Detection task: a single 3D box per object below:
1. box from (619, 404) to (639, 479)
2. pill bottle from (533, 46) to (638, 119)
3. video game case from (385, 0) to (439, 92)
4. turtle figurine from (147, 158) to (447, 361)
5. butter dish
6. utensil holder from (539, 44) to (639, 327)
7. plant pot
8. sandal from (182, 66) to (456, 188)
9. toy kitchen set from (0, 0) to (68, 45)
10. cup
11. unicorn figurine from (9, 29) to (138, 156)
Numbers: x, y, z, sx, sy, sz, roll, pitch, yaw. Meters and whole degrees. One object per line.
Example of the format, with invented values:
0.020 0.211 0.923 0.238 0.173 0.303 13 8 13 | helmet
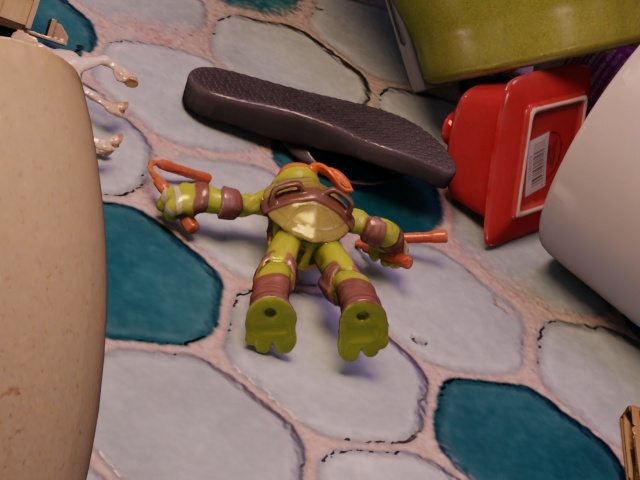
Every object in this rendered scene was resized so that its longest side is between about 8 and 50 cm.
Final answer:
0.334 0.220 1.322 0.201 0.021 0.164 23 31 -9 | box
0.379 -0.129 1.733 0.301 0.169 0.169 43 34 25 | pill bottle
0.147 -0.270 1.762 0.212 0.023 0.193 -20 94 -39 | video game case
0.000 0.000 1.326 0.269 0.087 0.217 15 33 -19 | turtle figurine
0.167 -0.092 1.563 0.118 0.160 0.160 19 22 33 | butter dish
0.428 -0.002 1.438 0.385 0.327 0.327 38 32 20 | utensil holder
0.180 -0.338 1.588 0.366 0.353 0.366 -12 5 1 | plant pot
-0.001 -0.095 1.513 0.254 0.054 0.097 18 24 2 | sandal
-0.241 -0.213 1.443 0.068 0.075 0.083 18 1 -16 | toy kitchen set
-0.243 0.073 0.859 0.331 0.331 0.237 -9 73 -45 | cup
-0.211 -0.123 1.372 0.111 0.060 0.162 21 31 -12 | unicorn figurine
